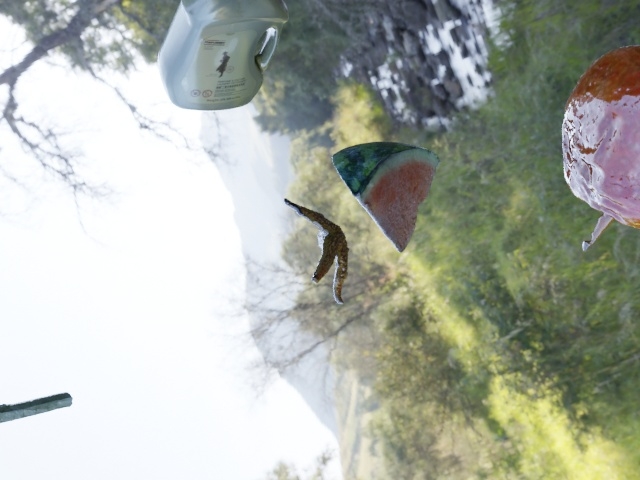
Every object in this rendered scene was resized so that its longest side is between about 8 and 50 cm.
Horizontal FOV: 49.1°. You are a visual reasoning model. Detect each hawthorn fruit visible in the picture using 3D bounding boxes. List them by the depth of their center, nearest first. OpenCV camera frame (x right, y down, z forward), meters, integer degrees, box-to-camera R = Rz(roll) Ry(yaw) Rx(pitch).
[{"bbox_3d":[0.360,-0.086,0.782,0.207,0.207,0.243,-103,31,-63],"label":"hawthorn fruit"}]

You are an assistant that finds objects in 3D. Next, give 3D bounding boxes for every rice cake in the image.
[{"bbox_3d":[-0.386,0.221,0.928,0.121,0.022,0.022,-3,-74,-53],"label":"rice cake"}]

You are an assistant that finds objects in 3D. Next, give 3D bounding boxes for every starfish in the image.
[{"bbox_3d":[0.005,-0.001,0.777,0.130,0.041,0.133,59,-167,-29],"label":"starfish"}]

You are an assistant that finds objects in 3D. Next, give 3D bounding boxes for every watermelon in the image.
[{"bbox_3d":[0.117,-0.087,1.148,0.202,0.136,0.207,49,-153,-8],"label":"watermelon"}]

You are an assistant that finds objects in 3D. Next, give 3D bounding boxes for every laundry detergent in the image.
[{"bbox_3d":[-0.140,-0.308,1.043,0.253,0.181,0.091,-59,46,47],"label":"laundry detergent"}]
